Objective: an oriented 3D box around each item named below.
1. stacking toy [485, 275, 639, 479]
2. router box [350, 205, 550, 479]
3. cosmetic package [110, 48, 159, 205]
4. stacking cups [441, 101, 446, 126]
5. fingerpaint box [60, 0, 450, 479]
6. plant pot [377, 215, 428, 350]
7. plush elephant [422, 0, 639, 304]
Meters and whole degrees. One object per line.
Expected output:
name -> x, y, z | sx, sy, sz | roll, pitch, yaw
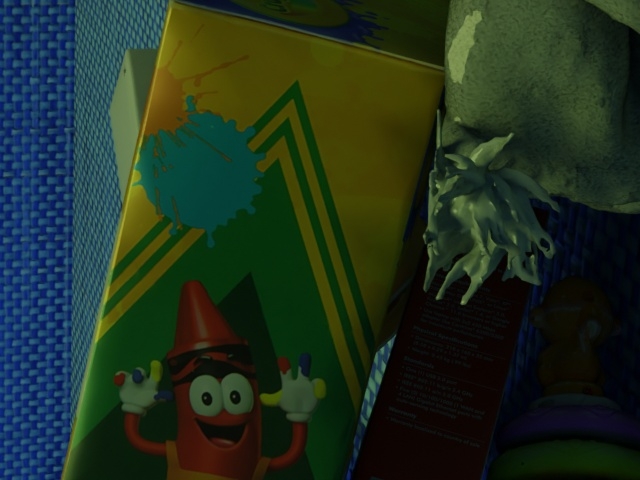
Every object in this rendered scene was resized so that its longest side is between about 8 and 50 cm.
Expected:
stacking toy -> 0.168, 0.164, 1.250 | 0.166, 0.175, 0.301 | 120, 155, -63
router box -> 0.070, 0.179, 1.371 | 0.335, 0.082, 0.301 | 100, -172, -50
cosmetic package -> -0.077, -0.063, 1.826 | 0.138, 0.225, 0.224 | 122, 141, -62
stacking cups -> 0.180, -0.130, 1.238 | 0.316, 0.096, 0.096 | 149, 117, -67
fingerpaint box -> -0.027, 0.006, 1.212 | 0.445, 0.163, 0.371 | -72, -3, -75
plant pot -> 0.000, 0.000, 1.612 | 0.188, 0.205, 0.205 | 41, 145, 15
plush elephant -> 0.194, -0.104, 0.926 | 0.272, 0.255, 0.330 | 81, -164, -50
